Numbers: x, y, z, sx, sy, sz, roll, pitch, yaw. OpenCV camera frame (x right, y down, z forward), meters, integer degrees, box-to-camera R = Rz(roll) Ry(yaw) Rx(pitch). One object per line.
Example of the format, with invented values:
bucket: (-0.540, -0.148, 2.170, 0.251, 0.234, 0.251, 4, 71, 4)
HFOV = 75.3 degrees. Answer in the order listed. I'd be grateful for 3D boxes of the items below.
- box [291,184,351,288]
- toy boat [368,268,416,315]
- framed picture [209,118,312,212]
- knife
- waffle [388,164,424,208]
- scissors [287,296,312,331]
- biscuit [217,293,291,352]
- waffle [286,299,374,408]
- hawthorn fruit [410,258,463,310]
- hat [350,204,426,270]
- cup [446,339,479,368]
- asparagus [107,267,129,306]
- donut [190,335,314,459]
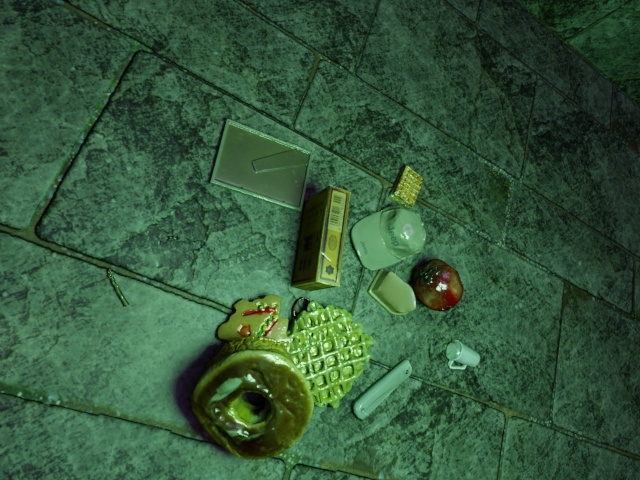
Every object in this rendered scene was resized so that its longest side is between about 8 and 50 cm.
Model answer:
box: (0.000, 0.000, 1.306, 0.084, 0.193, 0.301, 14, 74, -23)
toy boat: (0.268, 0.195, 1.475, 0.188, 0.061, 0.116, 41, 65, -14)
framed picture: (-0.184, -0.244, 1.362, 0.315, 0.024, 0.231, 17, 73, -22)
knife: (0.213, 0.503, 1.400, 0.266, 0.041, 0.073, -32, 106, -28)
waffle: (0.333, -0.204, 1.598, 0.102, 0.042, 0.148, 33, 67, -15)
scissors: (-0.102, 0.296, 1.297, 0.248, 0.017, 0.144, -34, 95, -26)
biscuit: (-0.172, 0.273, 1.211, 0.212, 0.041, 0.238, -32, 75, -20)
waffle: (0.013, 0.356, 1.291, 0.297, 0.073, 0.317, 37, 76, -15)
hawthorn fruit: (0.444, 0.172, 1.514, 0.235, 0.181, 0.181, 34, 66, -32)
hat: (0.249, -0.009, 1.472, 0.245, 0.149, 0.214, -27, 92, -39)
cup: (0.527, 0.440, 1.557, 0.116, 0.074, 0.104, 29, 92, -24)
asparagus: (-0.544, 0.126, 1.112, 0.114, 0.014, 0.015, 64, 28, -3)
donut: (-0.184, 0.419, 1.122, 0.330, 0.160, 0.329, -3, 104, -11)
